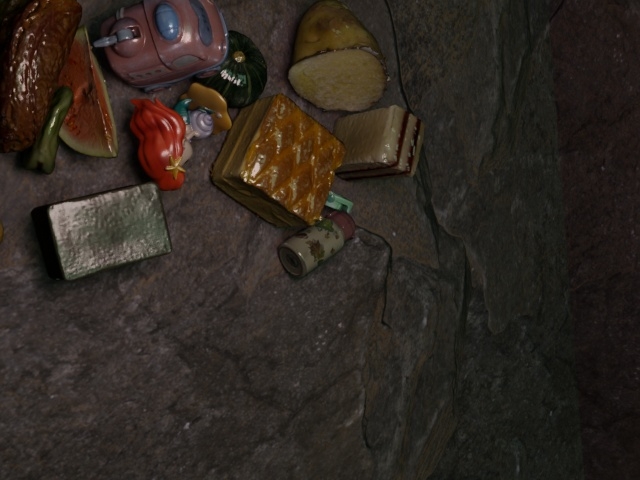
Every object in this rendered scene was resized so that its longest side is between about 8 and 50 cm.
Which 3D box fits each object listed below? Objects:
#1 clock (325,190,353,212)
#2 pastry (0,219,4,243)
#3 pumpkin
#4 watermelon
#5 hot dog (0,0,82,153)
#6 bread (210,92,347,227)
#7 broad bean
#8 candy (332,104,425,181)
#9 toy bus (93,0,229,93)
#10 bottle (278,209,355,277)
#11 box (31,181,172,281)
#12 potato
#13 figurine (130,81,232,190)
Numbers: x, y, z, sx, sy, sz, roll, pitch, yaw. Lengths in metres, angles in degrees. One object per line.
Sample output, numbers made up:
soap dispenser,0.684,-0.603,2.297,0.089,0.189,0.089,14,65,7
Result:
clock,0.025,-0.127,2.033,0.135,0.101,0.041,18,99,-30
pastry,-0.767,-0.030,1.280,0.316,0.284,0.184,-51,141,-71
pumpkin,-0.242,-0.452,1.786,0.211,0.152,0.212,9,65,-20
watermelon,-0.533,-0.326,1.575,0.128,0.159,0.304,-14,92,-60
hot dog,-0.646,-0.377,1.419,0.174,0.266,0.388,29,71,-53
bread,-0.116,-0.211,1.850,0.279,0.207,0.279,31,73,-35
broad bean,-0.607,-0.244,1.495,0.072,0.153,0.207,11,113,-35
candy,0.152,-0.280,1.991,0.135,0.320,0.180,24,79,-33
toy bus,-0.375,-0.477,1.585,0.232,0.294,0.197,-36,111,-80
bottle,0.000,0.000,2.000,0.253,0.120,0.121,-36,112,-34
box,-0.509,-0.022,1.588,0.273,0.143,0.184,-19,102,-35
potato,0.055,-0.558,1.974,0.289,0.300,0.237,78,10,-57
figurine,-0.364,-0.266,1.660,0.257,0.180,0.208,-55,151,-37
